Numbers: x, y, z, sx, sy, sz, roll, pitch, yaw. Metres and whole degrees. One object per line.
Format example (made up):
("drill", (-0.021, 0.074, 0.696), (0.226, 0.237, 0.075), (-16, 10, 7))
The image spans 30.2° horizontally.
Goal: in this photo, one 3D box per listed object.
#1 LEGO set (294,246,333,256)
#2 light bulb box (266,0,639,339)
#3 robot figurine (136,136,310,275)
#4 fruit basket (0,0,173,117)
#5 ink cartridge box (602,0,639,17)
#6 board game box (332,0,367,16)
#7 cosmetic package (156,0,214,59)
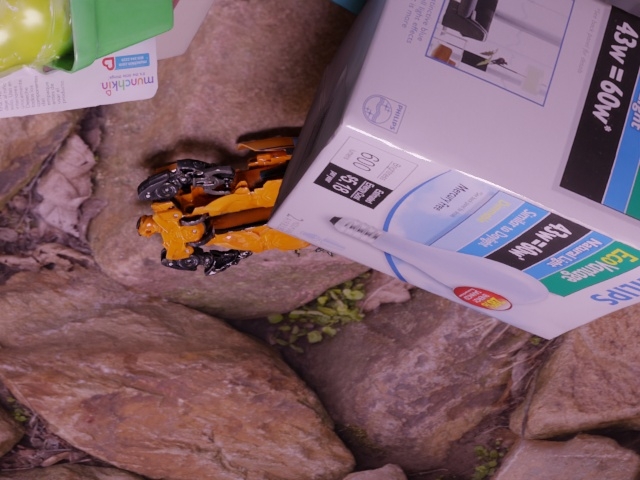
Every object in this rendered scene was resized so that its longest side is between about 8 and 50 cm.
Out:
("LEGO set", (-0.002, -0.002, 1.660), (0.083, 0.023, 0.054), (2, 138, 8))
("light bulb box", (0.176, -0.086, 1.205), (0.361, 0.225, 0.358), (22, 162, -7))
("robot figurine", (-0.094, -0.049, 1.535), (0.291, 0.085, 0.211), (-9, 139, 0))
("fruit basket", (-0.301, -0.254, 0.955), (0.353, 0.165, 0.327), (-11, 111, -25))
("ink cartridge box", (0.433, -0.315, 1.225), (0.197, 0.198, 0.270), (28, 127, -35))
("board game box", (0.085, -0.322, 1.103), (0.253, 0.079, 0.336), (-23, 170, 19))
("cosmetic package", (-0.153, -0.322, 1.126), (0.129, 0.153, 0.296), (-23, 157, -47))
